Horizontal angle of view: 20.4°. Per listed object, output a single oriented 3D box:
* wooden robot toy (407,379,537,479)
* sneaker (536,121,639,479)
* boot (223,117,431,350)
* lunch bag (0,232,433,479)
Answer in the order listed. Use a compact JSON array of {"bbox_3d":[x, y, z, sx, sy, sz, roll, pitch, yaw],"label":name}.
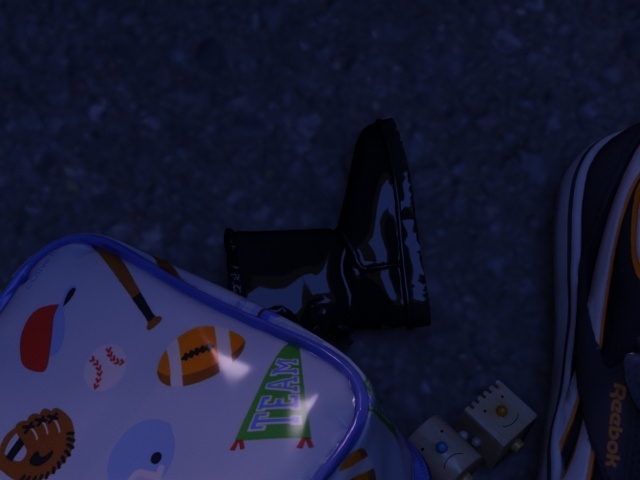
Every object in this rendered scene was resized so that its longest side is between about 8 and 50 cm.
[{"bbox_3d":[0.020,0.116,0.862,0.173,0.076,0.079,-41,71,-14],"label":"wooden robot toy"},{"bbox_3d":[0.178,0.088,0.842,0.126,0.127,0.321,4,75,-25],"label":"sneaker"},{"bbox_3d":[0.000,0.000,0.904,0.099,0.045,0.121,-8,74,-1],"label":"boot"},{"bbox_3d":[-0.107,0.147,0.786,0.243,0.115,0.303,23,70,36],"label":"lunch bag"}]
